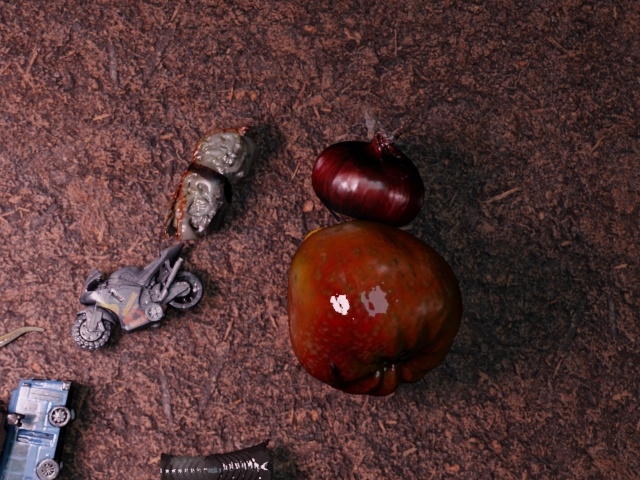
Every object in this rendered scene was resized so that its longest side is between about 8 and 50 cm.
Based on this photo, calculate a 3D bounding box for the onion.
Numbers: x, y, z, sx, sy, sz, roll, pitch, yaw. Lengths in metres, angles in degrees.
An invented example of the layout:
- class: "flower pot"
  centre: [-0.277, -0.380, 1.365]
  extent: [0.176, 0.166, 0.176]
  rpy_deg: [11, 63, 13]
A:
- class: "onion"
  centre: [0.121, -0.159, 1.969]
  extent: [0.273, 0.273, 0.285]
  rpy_deg: [15, 115, -8]

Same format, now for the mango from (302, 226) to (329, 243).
- class: "mango"
  centre: [0.000, 0.000, 2.032]
  extent: [0.089, 0.046, 0.060]
  rpy_deg: [-19, 83, -10]

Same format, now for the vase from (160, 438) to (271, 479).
- class: "vase"
  centre: [-0.228, 0.497, 1.857]
  extent: [0.237, 0.115, 0.115]
  rpy_deg: [-2, 79, -8]

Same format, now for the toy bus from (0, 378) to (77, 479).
- class: "toy bus"
  centre: [-0.592, 0.401, 1.790]
  extent: [0.133, 0.116, 0.234]
  rpy_deg: [10, 78, -6]

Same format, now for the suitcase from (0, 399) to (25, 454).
- class: "suitcase"
  centre: [-0.776, 0.400, 1.630]
  extent: [0.335, 0.152, 0.229]
  rpy_deg: [19, 82, -38]

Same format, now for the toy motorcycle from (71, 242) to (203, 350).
- class: "toy motorcycle"
  centre: [-0.416, 0.120, 1.893]
  extent: [0.307, 0.108, 0.173]
  rpy_deg: [-24, 79, -18]

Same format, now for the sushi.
- class: "sushi"
  centre: [-0.247, -0.133, 1.970]
  extent: [0.130, 0.124, 0.332]
  rpy_deg: [22, 76, 5]

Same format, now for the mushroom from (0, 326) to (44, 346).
- class: "mushroom"
  centre: [-0.758, 0.205, 1.840]
  extent: [0.306, 0.043, 0.068]
  rpy_deg: [8, 102, -11]

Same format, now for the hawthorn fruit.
- class: "hawthorn fruit"
  centre: [0.099, 0.130, 1.875]
  extent: [0.403, 0.403, 0.403]
  rpy_deg: [2, 78, -11]
